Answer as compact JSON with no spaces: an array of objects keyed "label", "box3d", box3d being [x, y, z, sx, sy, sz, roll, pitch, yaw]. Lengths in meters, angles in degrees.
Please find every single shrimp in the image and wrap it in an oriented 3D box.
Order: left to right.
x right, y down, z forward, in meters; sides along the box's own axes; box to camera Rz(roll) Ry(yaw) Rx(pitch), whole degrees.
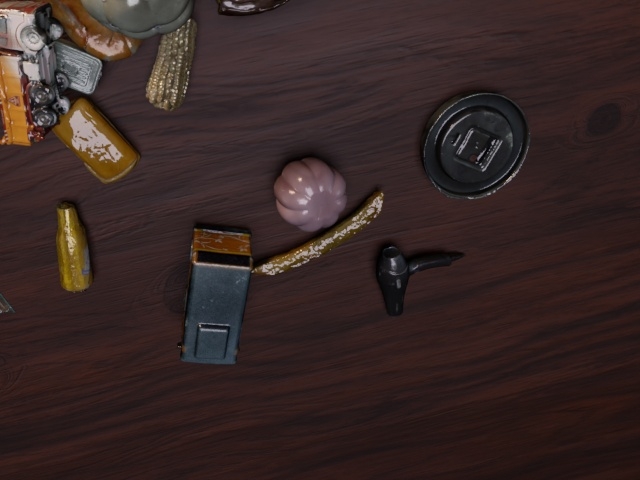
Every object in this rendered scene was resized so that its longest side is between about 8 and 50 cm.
[{"label":"shrimp","box3d":[-0.478,-0.487,1.191,0.287,0.063,0.152,42,89,-15]}]

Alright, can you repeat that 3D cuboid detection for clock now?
[{"label":"clock","box3d":[0.383,-0.238,1.492,0.280,0.055,0.281,-4,119,-7]}]

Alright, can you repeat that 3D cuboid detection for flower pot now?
[{"label":"flower pot","box3d":[-0.340,-0.500,1.105,0.195,0.246,0.246,-22,126,41]}]

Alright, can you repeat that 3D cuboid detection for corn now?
[{"label":"corn","box3d":[-0.317,-0.384,1.279,0.086,0.087,0.211,14,108,-17]}]

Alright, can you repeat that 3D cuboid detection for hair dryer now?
[{"label":"hair dryer","box3d":[0.287,0.096,1.648,0.271,0.091,0.236,-15,129,-6]}]

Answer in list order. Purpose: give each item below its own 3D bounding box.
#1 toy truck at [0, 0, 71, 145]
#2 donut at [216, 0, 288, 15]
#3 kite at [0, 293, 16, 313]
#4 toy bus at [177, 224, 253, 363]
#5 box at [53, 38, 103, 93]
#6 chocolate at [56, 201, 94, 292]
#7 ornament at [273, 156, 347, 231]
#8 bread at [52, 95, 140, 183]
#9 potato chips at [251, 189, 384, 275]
[{"label":"toy truck","box3d":[-0.578,-0.327,1.168,0.135,0.114,0.271,6,121,-4]},{"label":"donut","box3d":[-0.118,-0.630,1.147,0.259,0.136,0.345,-15,121,-4]},{"label":"kite","box3d":[-0.959,0.105,1.464,0.405,0.014,0.369,18,113,-18]},{"label":"toy bus","box3d":[-0.266,0.143,1.505,0.161,0.194,0.324,6,117,-14]},{"label":"box","box3d":[-0.518,-0.371,1.252,0.122,0.069,0.084,20,115,-19]},{"label":"chocolate","box3d":[-0.604,0.015,1.443,0.085,0.086,0.220,-3,117,-8]},{"label":"ornament","box3d":[-0.027,-0.114,1.438,0.177,0.178,0.178,-4,119,-8]},{"label":"bread","box3d":[-0.506,-0.219,1.338,0.116,0.077,0.200,-37,119,2]},{"label":"potato chips","box3d":[0.000,0.000,1.552,0.406,0.057,0.080,-30,113,6]}]
